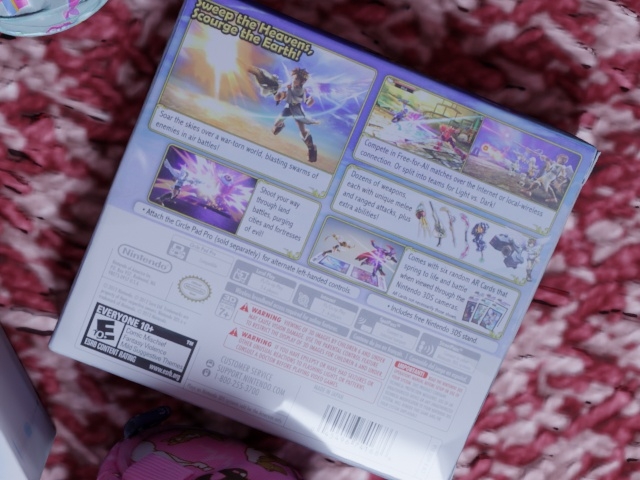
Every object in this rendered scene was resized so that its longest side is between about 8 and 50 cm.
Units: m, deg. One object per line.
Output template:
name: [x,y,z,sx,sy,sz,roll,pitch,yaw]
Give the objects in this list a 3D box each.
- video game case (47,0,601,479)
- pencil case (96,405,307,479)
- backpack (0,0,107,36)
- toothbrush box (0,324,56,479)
video game case: [0.000,0.000,0.994,0.269,0.061,0.244,22,101,-7]
pencil case: [-0.123,0.307,1.004,0.167,0.160,0.386,22,101,2]
backpack: [-0.184,-0.208,0.917,0.152,0.115,0.182,-18,105,-1]
toothbrush box: [-0.343,0.107,0.970,0.295,0.126,0.216,-24,102,1]
